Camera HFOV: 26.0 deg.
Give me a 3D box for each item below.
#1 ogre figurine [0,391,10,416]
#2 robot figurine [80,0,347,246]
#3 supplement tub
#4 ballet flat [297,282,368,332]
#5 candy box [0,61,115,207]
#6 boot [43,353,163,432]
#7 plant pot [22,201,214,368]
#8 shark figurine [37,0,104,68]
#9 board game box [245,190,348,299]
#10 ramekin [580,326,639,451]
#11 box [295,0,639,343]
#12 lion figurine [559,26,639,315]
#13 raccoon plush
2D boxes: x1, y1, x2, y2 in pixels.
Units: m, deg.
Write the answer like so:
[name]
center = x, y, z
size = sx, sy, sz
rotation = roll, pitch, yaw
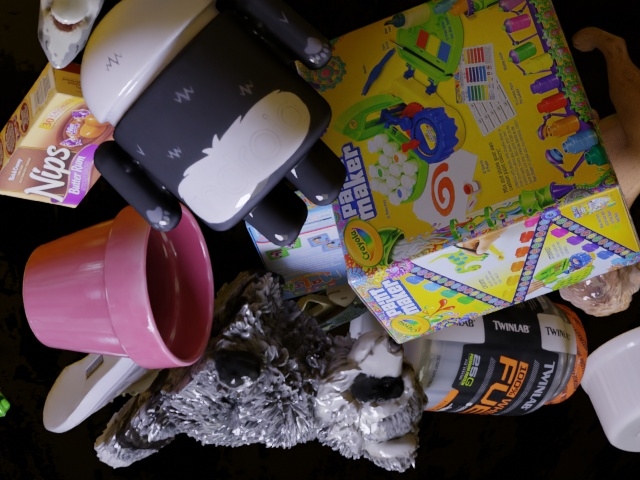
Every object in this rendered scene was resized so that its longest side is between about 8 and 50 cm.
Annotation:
[ogre figurine]
center = -0.519, 0.193, 1.836
size = 0.197, 0.118, 0.097
rotation = -15, 154, 6
[robot figurine]
center = -0.101, -0.123, 1.341
size = 0.278, 0.209, 0.173
rotation = 43, 157, -6
[supplement tub]
center = 0.214, 0.150, 1.978
size = 0.316, 0.193, 0.193
rotation = 7, 144, -31
[ballet flat]
center = 0.017, 0.085, 1.919
size = 0.070, 0.070, 0.188
rotation = 17, 138, -41
[candy box]
center = -0.275, -0.112, 1.487
size = 0.109, 0.053, 0.186
rotation = 10, 141, -35
[boot]
center = -0.283, 0.206, 1.969
size = 0.123, 0.095, 0.258
rotation = 21, 135, -34
[plant pot]
center = -0.247, 0.058, 1.666
size = 0.180, 0.201, 0.201
rotation = -6, 153, 19
[shark figurine]
center = -0.148, -0.275, 1.254
size = 0.278, 0.166, 0.116
rotation = -25, 178, -14
[board game box]
center = 0.000, 0.000, 1.795
size = 0.160, 0.039, 0.211
rotation = -15, 149, 2
[ramekin]
center = 0.590, 0.250, 2.350
size = 0.277, 0.135, 0.277
rotation = -9, 150, -6
[box]
center = 0.151, -0.090, 1.456
size = 0.279, 0.290, 0.177
rotation = -19, 150, 12
[lion figurine]
center = 0.342, -0.097, 1.569
size = 0.142, 0.240, 0.392
rotation = -5, 148, -14
[raccoon plush]
center = -0.061, 0.223, 1.834
size = 0.299, 0.216, 0.446
rotation = 36, 140, -14
